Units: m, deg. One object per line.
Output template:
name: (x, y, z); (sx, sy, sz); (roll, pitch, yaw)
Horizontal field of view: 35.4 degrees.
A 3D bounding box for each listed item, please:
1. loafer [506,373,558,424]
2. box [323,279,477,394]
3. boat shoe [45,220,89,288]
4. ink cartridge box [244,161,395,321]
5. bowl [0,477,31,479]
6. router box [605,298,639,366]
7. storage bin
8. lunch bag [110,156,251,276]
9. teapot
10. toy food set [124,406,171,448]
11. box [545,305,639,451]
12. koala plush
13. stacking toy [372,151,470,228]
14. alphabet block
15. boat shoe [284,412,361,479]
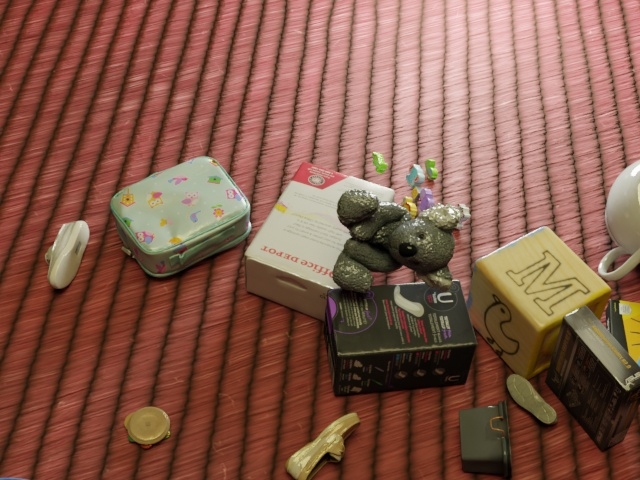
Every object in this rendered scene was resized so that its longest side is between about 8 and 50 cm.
loafer: (0.411, 0.312, 1.946); (0.045, 0.039, 0.125); (-46, 56, 4)
box: (0.150, 0.189, 1.964); (0.270, 0.143, 0.165); (-4, 50, -6)
boat shoe: (-0.550, 0.028, 2.132); (0.063, 0.066, 0.184); (-2, 50, 15)
ink cartridge box: (0.000, 0.000, 2.130); (0.226, 0.131, 0.306); (20, 53, 13)
bowl: (-0.476, 0.541, 1.563); (0.391, 0.077, 0.391); (25, 32, -17)
router box: (0.650, 0.210, 2.030); (0.133, 0.046, 0.179); (7, 50, 4)
storage bin: (0.304, 0.367, 1.859); (0.091, 0.098, 0.135); (-5, 49, 7)
lunch bag: (-0.302, -0.046, 2.173); (0.279, 0.108, 0.224); (-27, 59, -22)
teapot: (0.709, -0.049, 2.173); (0.256, 0.187, 0.253); (-4, 75, -27)
toy food set: (-0.325, 0.351, 1.889); (0.083, 0.020, 0.083); (-17, 52, -17)
box: (0.509, 0.259, 1.862); (0.056, 0.231, 0.183); (-23, 53, -16)
koala plush: (0.159, 0.000, 1.931); (0.221, 0.196, 0.203); (6, 9, 20)
stacking toy: (0.224, -0.120, 2.251); (0.166, 0.052, 0.221); (6, 43, -30)
alphabet block: (0.429, 0.125, 2.003); (0.193, 0.192, 0.197); (-26, 54, -20)
boat shoe: (0.015, 0.387, 1.849); (0.170, 0.063, 0.059); (-37, 62, -17)
